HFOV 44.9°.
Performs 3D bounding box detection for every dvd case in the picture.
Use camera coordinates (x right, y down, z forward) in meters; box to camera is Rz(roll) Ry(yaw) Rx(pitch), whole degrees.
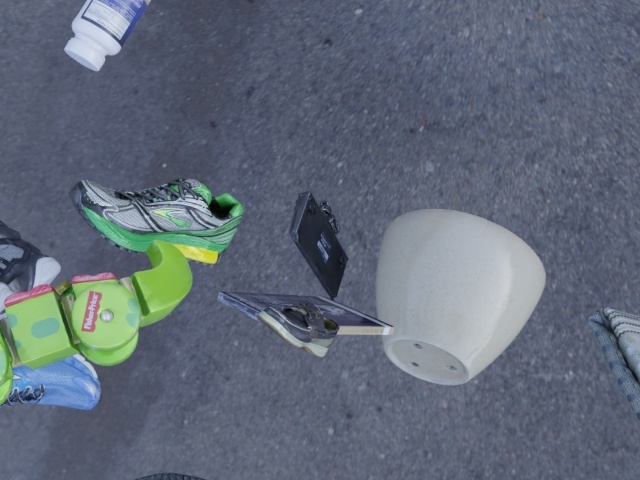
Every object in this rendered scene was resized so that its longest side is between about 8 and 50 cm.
[{"bbox_3d":[-0.021,0.111,1.168,0.165,0.221,0.018,19,100,46],"label":"dvd case"}]

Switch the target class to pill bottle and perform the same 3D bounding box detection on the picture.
[{"bbox_3d":[-0.388,-0.396,1.397,0.094,0.094,0.169,30,83,-1],"label":"pill bottle"}]

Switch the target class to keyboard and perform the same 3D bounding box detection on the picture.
[{"bbox_3d":[0.000,0.000,1.134,0.023,0.108,0.180,4,148,25],"label":"keyboard"}]

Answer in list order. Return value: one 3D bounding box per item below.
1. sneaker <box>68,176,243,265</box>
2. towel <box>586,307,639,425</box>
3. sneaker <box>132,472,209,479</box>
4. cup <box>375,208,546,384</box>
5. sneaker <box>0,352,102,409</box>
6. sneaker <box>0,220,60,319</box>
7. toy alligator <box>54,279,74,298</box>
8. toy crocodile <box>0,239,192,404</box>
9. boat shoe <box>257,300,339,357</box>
[{"bbox_3d":[-0.289,-0.062,1.388,0.134,0.344,0.146,47,113,37],"label":"sneaker"},{"bbox_3d":[0.387,0.196,0.602,0.312,0.324,0.056,19,124,-26],"label":"towel"},{"bbox_3d":[-0.276,0.415,1.120,0.331,0.146,0.122,-8,68,0],"label":"sneaker"},{"bbox_3d":[0.240,0.135,1.484,0.331,0.237,0.331,18,150,11],"label":"cup"},{"bbox_3d":[-0.515,0.234,1.222,0.330,0.147,0.129,13,132,-17],"label":"sneaker"},{"bbox_3d":[-0.535,0.052,1.206,0.153,0.268,0.101,46,111,-2],"label":"sneaker"},{"bbox_3d":[-0.440,0.096,1.388,0.051,0.190,0.056,-42,104,-13],"label":"toy alligator"},{"bbox_3d":[-0.289,0.093,0.779,0.341,0.115,0.105,-19,77,-19],"label":"toy crocodile"},{"bbox_3d":[-0.022,0.091,0.860,0.056,0.152,0.049,36,89,24],"label":"boat shoe"}]
